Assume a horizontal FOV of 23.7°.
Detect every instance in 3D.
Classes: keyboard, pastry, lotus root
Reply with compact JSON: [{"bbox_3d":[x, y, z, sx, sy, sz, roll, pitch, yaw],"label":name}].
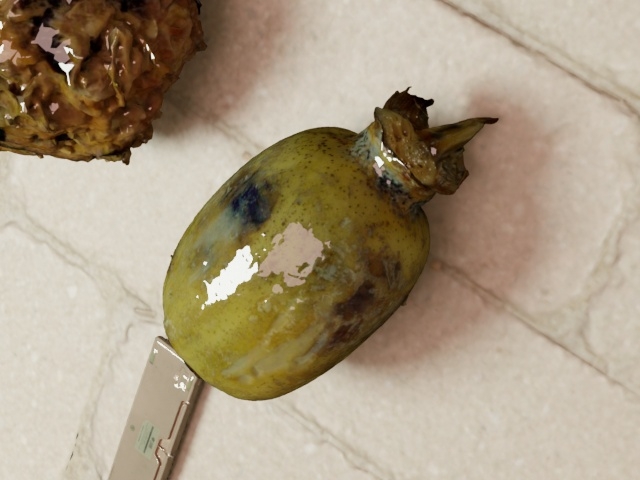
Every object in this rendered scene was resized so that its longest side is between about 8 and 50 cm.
[{"bbox_3d":[-0.133,0.158,1.227,0.055,0.017,0.166,34,116,28],"label":"keyboard"},{"bbox_3d":[-0.218,-0.176,1.106,0.274,0.193,0.275,8,104,34],"label":"pastry"},{"bbox_3d":[-0.002,0.000,1.035,0.278,0.154,0.154,-41,77,27],"label":"lotus root"}]
